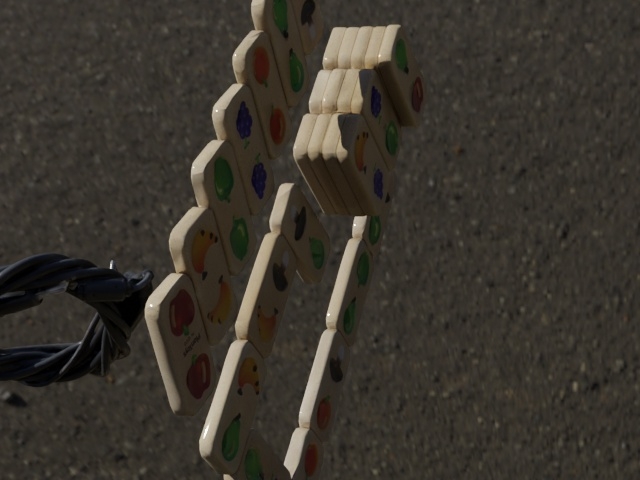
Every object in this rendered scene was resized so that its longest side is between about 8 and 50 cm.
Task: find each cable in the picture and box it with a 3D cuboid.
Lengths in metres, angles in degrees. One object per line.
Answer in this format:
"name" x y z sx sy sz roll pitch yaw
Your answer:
"cable" -0.206 0.068 0.887 0.151 0.184 0.047 -3 64 -32

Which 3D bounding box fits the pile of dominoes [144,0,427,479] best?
"pile of dominoes" 0.000 0.000 0.597 0.040 0.196 0.251 2 57 23
